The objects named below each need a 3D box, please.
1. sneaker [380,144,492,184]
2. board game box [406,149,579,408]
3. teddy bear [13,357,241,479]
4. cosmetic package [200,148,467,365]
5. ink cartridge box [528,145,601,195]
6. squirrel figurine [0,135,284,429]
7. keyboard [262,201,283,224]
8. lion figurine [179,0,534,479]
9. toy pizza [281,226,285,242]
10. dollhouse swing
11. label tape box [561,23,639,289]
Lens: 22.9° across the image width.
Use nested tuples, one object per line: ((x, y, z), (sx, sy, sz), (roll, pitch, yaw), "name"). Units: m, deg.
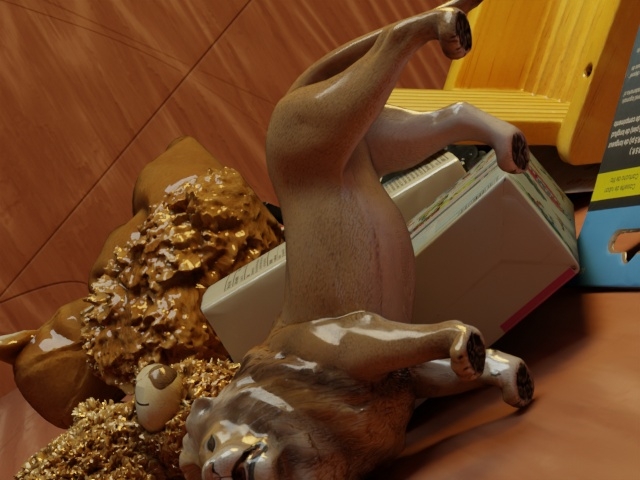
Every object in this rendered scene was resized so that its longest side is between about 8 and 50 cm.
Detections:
((0.167, -0.085, 2.151), (0.124, 0.107, 0.283), (-21, 10, 30), "sneaker")
((0.103, 0.030, 1.316), (0.224, 0.097, 0.303), (-41, 4, 13), "board game box")
((-0.217, 0.214, 1.506), (0.338, 0.113, 0.245), (-28, 9, 29), "teddy bear")
((0.038, 0.037, 1.617), (0.296, 0.129, 0.153), (-30, 7, 4), "cosmetic package")
((0.275, -0.063, 1.753), (0.224, 0.056, 0.181), (-1, 24, 39), "ink cartridge box")
((-0.218, 0.079, 1.932), (0.370, 0.281, 0.397), (-38, 4, -7), "squirrel figurine")
((0.000, 0.000, 2.036), (0.100, 0.192, 0.038), (159, 130, -76), "keyboard")
((0.019, 0.009, 1.122), (0.240, 0.392, 0.142), (-6, -17, 33), "lion figurine")
((0.003, -0.005, 2.177), (0.201, 0.032, 0.201), (-13, -20, -5), "toy pizza")
((0.197, -0.237, 1.751), (0.347, 0.305, 0.315), (-145, 72, -69), "dollhouse swing")
((0.326, -0.105, 1.257), (0.240, 0.106, 0.334), (175, 112, -77), "label tape box")
